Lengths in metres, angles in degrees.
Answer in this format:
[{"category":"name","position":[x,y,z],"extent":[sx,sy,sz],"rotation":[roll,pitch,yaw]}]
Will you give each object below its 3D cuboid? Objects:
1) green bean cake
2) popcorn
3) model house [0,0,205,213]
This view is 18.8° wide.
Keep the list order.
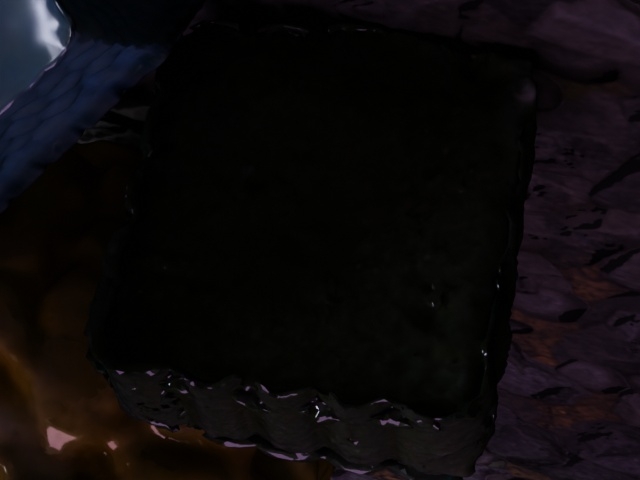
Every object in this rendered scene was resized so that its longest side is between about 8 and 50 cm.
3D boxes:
[{"category":"green bean cake","position":[0.000,0.000,1.146],"extent":[0.241,0.255,0.132],"rotation":[5,155,10]},{"category":"popcorn","position":[-0.150,0.091,1.368],"extent":[0.390,0.354,0.344],"rotation":[16,127,47]},{"category":"model house","position":[-0.193,-0.131,1.119],"extent":[0.261,0.226,0.241],"rotation":[-38,161,22]}]
